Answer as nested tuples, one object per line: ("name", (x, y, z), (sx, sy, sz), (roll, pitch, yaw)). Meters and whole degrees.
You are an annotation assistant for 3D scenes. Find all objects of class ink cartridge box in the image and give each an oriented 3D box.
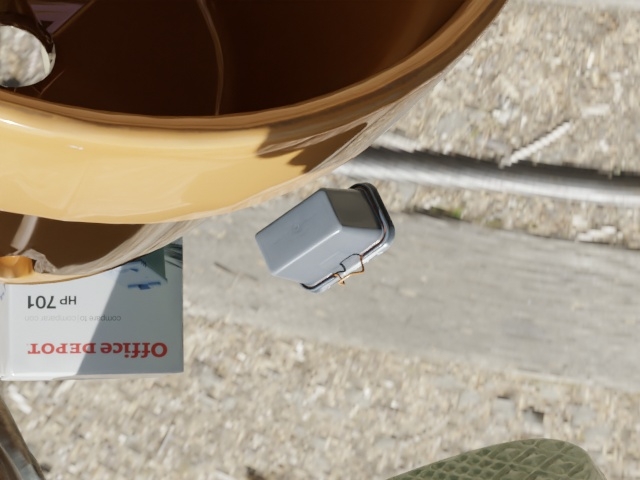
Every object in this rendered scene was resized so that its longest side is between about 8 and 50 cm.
("ink cartridge box", (-0.182, 0.013, 1.134), (0.140, 0.082, 0.190), (0, 83, -21))

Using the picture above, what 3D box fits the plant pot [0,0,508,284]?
("plant pot", (-0.094, -0.113, 0.509), (0.291, 0.290, 0.203), (31, 148, -4))

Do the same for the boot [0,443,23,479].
("boot", (-0.074, 0.140, 0.450), (0.082, 0.106, 0.219), (-7, 104, 26))

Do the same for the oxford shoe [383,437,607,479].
("oxford shoe", (-0.008, 0.261, 1.006), (0.450, 0.169, 0.130), (-16, 110, 9))

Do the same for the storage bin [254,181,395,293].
("storage bin", (0.000, 0.000, 1.587), (0.135, 0.091, 0.098), (-34, 68, 27))

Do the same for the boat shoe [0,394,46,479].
("boat shoe", (-0.215, 0.027, 0.656), (0.119, 0.335, 0.121), (-19, 141, -20))

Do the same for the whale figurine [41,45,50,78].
("whale figurine", (-0.105, -0.168, 0.950), (0.141, 0.272, 0.216), (21, 158, -19))
